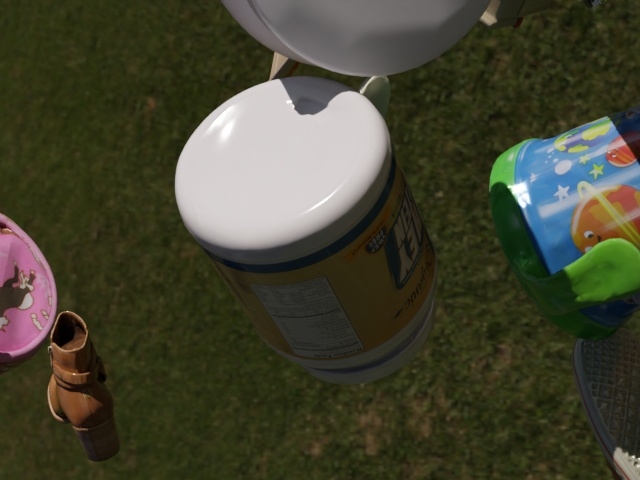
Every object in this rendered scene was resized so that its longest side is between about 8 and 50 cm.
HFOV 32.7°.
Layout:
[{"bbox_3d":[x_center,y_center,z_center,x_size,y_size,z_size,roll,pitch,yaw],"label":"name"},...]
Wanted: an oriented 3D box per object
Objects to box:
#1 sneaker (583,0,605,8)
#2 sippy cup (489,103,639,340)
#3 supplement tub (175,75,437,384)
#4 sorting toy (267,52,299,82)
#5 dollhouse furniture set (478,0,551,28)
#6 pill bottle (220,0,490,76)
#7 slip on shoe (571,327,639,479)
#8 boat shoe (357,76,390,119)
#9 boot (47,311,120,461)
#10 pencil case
[{"bbox_3d":[0.289,-0.283,0.962,0.300,0.121,0.111,-87,-21,-85],"label":"sneaker"},{"bbox_3d":[0.336,-0.041,1.151,0.224,0.240,0.306,-29,46,36],"label":"sippy cup"},{"bbox_3d":[0.000,0.000,0.757,0.144,0.200,0.144,-11,52,14],"label":"supplement tub"},{"bbox_3d":[-0.025,-0.351,1.748,0.193,0.038,0.208,-40,31,55],"label":"sorting toy"},{"bbox_3d":[0.172,-0.380,1.398,0.259,0.135,0.262,42,133,21],"label":"dollhouse furniture set"},{"bbox_3d":[0.006,-0.249,0.825,0.363,0.210,0.210,-115,45,-67],"label":"pill bottle"},{"bbox_3d":[0.380,0.254,1.268,0.331,0.123,0.101,63,160,6],"label":"slip on shoe"},{"bbox_3d":[0.035,-0.123,1.195,0.042,0.049,0.133,25,94,49],"label":"boat shoe"},{"bbox_3d":[-0.288,0.150,1.280,0.197,0.073,0.152,33,139,55],"label":"boot"},{"bbox_3d":[-0.375,0.130,0.982,0.167,0.160,0.386,54,129,14],"label":"pencil case"}]
